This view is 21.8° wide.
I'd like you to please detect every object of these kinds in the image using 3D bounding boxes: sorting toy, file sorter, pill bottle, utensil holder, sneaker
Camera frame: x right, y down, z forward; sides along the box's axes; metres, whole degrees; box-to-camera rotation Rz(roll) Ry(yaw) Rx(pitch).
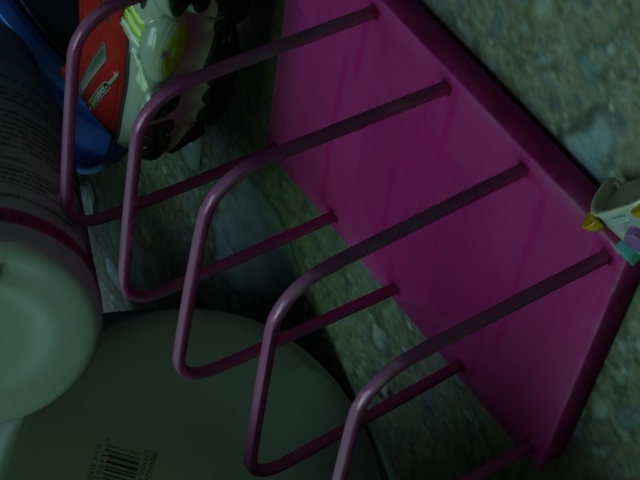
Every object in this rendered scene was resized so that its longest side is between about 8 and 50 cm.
[{"bbox_3d":[0.172,0.002,0.790,0.075,0.045,0.083,48,156,-10],"label":"sorting toy"},{"bbox_3d":[0.000,0.000,0.934,0.291,0.182,0.202,50,150,28],"label":"file sorter"},{"bbox_3d":[-0.240,-0.026,1.109,0.283,0.160,0.160,-110,14,-48],"label":"pill bottle"},{"bbox_3d":[-0.171,0.213,1.289,0.385,0.327,0.328,-10,104,60],"label":"utensil holder"},{"bbox_3d":[-0.103,-0.176,0.997,0.118,0.107,0.279,38,130,20],"label":"sneaker"}]

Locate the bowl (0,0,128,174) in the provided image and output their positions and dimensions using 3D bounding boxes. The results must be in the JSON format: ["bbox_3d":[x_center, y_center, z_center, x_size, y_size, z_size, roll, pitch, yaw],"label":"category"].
[{"bbox_3d":[-0.235,-0.235,1.236,0.391,0.077,0.391,45,155,27],"label":"bowl"}]
